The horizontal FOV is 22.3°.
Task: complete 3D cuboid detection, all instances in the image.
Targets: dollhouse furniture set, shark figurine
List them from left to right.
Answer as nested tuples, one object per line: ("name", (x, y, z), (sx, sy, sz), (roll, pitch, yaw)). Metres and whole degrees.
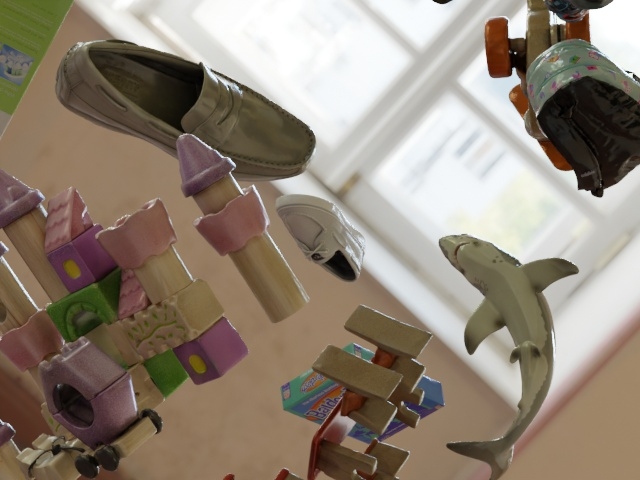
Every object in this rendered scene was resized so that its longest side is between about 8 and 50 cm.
("dollhouse furniture set", (0.001, 0.232, 1.799), (0.135, 0.262, 0.259), (23, 45, 18))
("shark figurine", (0.228, 0.123, 1.797), (0.116, 0.166, 0.278), (20, 63, -62))

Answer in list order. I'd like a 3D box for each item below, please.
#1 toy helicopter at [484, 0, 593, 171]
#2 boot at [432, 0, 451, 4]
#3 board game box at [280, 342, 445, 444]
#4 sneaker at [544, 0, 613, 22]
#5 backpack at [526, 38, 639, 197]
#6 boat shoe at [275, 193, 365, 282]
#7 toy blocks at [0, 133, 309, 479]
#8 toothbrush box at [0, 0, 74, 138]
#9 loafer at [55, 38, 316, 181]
("toy helicopter", (0.321, -0.250, 2.305), (0.355, 0.140, 0.235), (-73, 155, -61))
("boot", (0.235, -0.380, 1.729), (0.089, 0.269, 0.236), (53, -31, 5))
("board game box", (0.067, 0.246, 2.557), (0.210, 0.160, 0.047), (27, 42, -38))
("sneaker", (0.332, -0.328, 2.043), (0.262, 0.104, 0.125), (-91, 176, -62))
("backpack", (0.329, -0.157, 1.979), (0.182, 0.152, 0.115), (34, 24, -34))
("boat shoe", (0.000, 0.000, 2.033), (0.184, 0.066, 0.063), (47, 40, -56))
("toy blocks", (-0.227, 0.042, 1.453), (0.309, 0.288, 0.260), (-40, 102, -46))
("toothbrush box", (-0.425, -0.299, 2.216), (0.122, 0.283, 0.206), (25, 23, -15))
("loafer", (-0.144, -0.148, 1.861), (0.319, 0.112, 0.111), (16, -20, -21))
